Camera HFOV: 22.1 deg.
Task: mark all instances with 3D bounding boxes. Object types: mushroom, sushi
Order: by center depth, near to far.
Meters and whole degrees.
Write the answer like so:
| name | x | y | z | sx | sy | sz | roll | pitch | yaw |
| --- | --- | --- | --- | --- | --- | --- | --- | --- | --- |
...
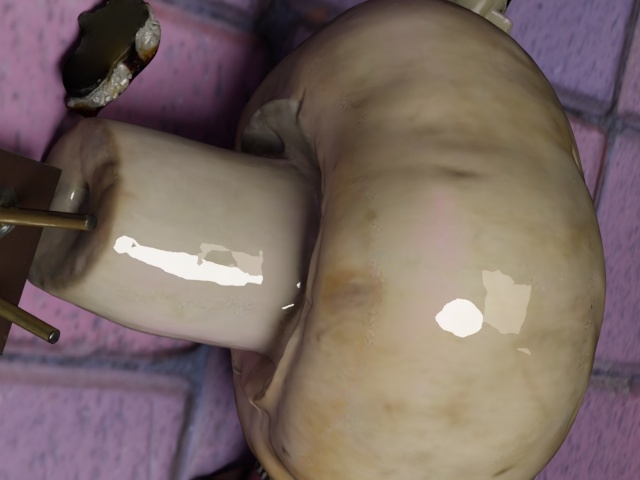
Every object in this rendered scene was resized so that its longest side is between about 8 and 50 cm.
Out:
| name | x | y | z | sx | sy | sz | roll | pitch | yaw |
| --- | --- | --- | --- | --- | --- | --- | --- | --- | --- |
| sushi | -0.136 | -0.116 | 1.044 | 0.083 | 0.044 | 0.046 | -55 | 159 | -20 |
| mushroom | 0.033 | 0.006 | 1.045 | 0.353 | 0.325 | 0.353 | 0 | 90 | -50 |

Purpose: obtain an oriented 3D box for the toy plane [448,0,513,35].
| name | x | y | z | sx | sy | sz | roll | pitch | yaw |
| --- | --- | --- | --- | --- | --- | --- | --- | --- | --- |
| toy plane | 0.159 | -0.242 | 1.319 | 0.286 | 0.092 | 0.108 | -57 | 160 | -20 |

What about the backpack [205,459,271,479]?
| name | x | y | z | sx | sy | sz | roll | pitch | yaw |
| --- | --- | --- | --- | --- | --- | --- | --- | --- | --- |
| backpack | 0.083 | 0.260 | 1.202 | 0.283 | 0.317 | 0.197 | -1 | 107 | -49 |

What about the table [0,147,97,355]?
| name | x | y | z | sx | sy | sz | roll | pitch | yaw |
| --- | --- | --- | --- | --- | --- | --- | --- | --- | --- |
| table | -0.235 | -0.008 | 0.892 | 0.240 | 0.111 | 0.121 | 19 | 88 | -51 |
